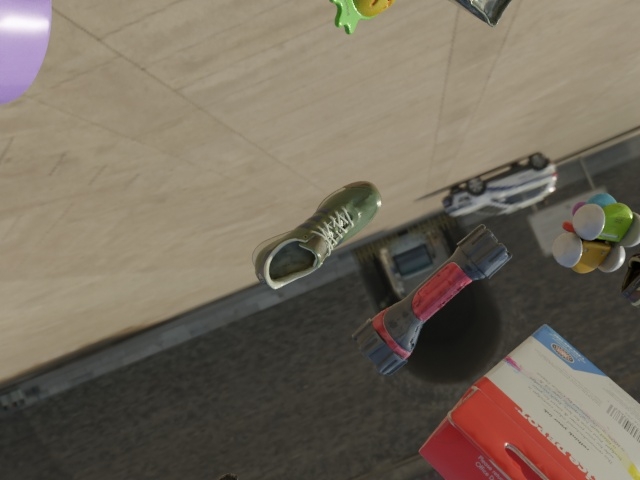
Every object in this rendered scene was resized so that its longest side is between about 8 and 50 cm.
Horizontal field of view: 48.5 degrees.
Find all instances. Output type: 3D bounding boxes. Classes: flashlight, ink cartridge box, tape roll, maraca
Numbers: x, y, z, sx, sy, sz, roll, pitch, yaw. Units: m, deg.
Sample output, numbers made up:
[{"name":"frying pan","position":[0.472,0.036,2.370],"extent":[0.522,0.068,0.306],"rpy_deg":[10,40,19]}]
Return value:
[{"name":"flashlight","position":[0.196,0.103,1.236],"extent":[0.304,0.103,0.103],"rpy_deg":[-42,150,10]},{"name":"ink cartridge box","position":[0.170,0.161,0.547],"extent":[0.231,0.134,0.078],"rpy_deg":[-15,143,-55]},{"name":"tape roll","position":[-0.483,-0.317,0.942],"extent":[0.275,0.275,0.090],"rpy_deg":[-25,176,33]},{"name":"maraca","position":[0.069,-0.401,1.100],"extent":[0.099,0.127,0.185],"rpy_deg":[15,-127,35]}]

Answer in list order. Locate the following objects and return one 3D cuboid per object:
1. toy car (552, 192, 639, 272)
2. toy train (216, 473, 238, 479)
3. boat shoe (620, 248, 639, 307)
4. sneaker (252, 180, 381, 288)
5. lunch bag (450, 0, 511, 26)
[{"name":"toy car","position":[0.582,-0.023,1.517],"extent":[0.159,0.136,0.182],"rpy_deg":[8,131,-19]},{"name":"toy train","position":[-0.028,0.191,0.472],"extent":[0.158,0.027,0.036],"rpy_deg":[6,-169,44]},{"name":"boat shoe","position":[0.568,0.044,1.247],"extent":[0.152,0.049,0.056],"rpy_deg":[-62,-169,-28]},{"name":"sneaker","position":[0.000,0.000,0.898],"extent":[0.192,0.064,0.086],"rpy_deg":[-32,-159,6]},{"name":"lunch bag","position":[0.211,-0.470,0.933],"extent":[0.169,0.235,0.287],"rpy_deg":[19,113,-39]}]
